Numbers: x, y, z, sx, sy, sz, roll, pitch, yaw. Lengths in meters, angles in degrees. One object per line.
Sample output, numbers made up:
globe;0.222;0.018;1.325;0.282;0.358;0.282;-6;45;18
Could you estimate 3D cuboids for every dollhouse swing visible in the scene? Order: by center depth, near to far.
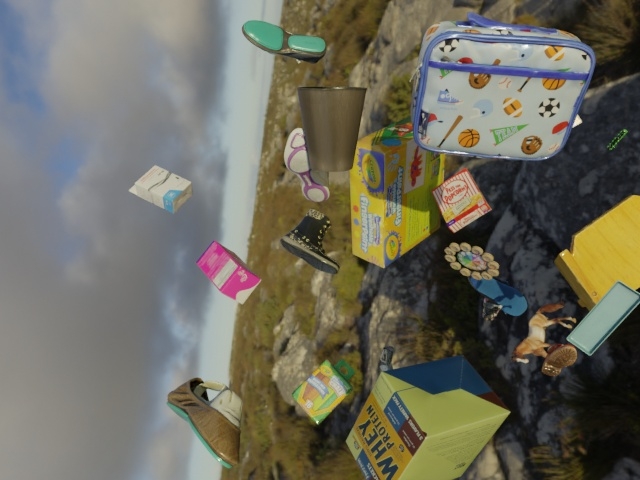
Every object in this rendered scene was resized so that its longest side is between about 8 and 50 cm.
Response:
dollhouse swing;0.961;0.043;1.621;0.315;0.347;0.305;53;-174;0

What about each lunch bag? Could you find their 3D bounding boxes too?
lunch bag;0.310;-0.274;0.883;0.115;0.304;0.243;-81;-4;-50

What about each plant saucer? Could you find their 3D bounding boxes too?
plant saucer;0.689;0.189;1.183;0.192;0.067;0.018;-59;-21;20

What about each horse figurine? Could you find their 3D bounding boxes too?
horse figurine;0.796;0.331;1.729;0.066;0.175;0.263;44;-118;-44

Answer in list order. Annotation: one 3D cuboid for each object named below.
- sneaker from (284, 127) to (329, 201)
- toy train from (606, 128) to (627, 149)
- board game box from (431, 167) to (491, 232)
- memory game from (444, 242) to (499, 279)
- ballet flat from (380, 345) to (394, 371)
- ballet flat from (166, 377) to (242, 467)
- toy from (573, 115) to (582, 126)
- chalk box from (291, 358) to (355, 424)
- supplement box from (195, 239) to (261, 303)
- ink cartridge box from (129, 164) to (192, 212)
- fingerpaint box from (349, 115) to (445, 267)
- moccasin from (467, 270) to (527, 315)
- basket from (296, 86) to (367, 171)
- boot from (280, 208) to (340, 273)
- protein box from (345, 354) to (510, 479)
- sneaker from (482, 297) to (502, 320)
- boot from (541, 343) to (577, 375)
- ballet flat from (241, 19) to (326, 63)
sneaker;-0.043;-0.268;1.624;0.305;0.114;0.152;70;-161;-52
toy train;0.957;-0.325;1.570;0.017;0.024;0.083;53;153;23
board game box;0.482;-0.140;1.682;0.147;0.045;0.193;-35;42;22
memory game;0.489;0.071;1.580;0.012;0.186;0.186;-56;-5;-26
ballet flat;0.199;0.373;1.472;0.041;0.041;0.114;110;169;-58
ballet flat;-0.250;0.391;1.119;0.124;0.116;0.342;-48;24;-22
toy;0.944;-0.549;1.983;0.237;0.137;0.056;61;-168;5
chalk box;0.023;0.494;1.635;0.213;0.132;0.132;-43;-15;-15
supplement box;-0.322;0.108;1.690;0.114;0.111;0.220;-51;45;-1
ink cartridge box;-0.516;-0.172;1.561;0.104;0.180;0.060;-57;-13;-37
fingerpaint box;0.283;-0.185;1.775;0.163;0.371;0.444;25;133;38
moccasin;0.828;0.226;2.275;0.137;0.342;0.117;-50;20;8
basket;0.031;-0.319;1.389;0.154;0.204;0.226;-142;49;-60
boot;-0.001;-0.001;1.708;0.178;0.236;0.085;-52;-21;-25
protein box;0.187;0.338;0.882;0.136;0.200;0.201;54;135;44
sneaker;0.676;0.283;1.929;0.178;0.072;0.077;31;-98;-59
boot;0.693;0.325;1.411;0.084;0.059;0.158;-58;-14;-32
ballet flat;-0.088;-0.465;1.161;0.074;0.203;0.074;-171;90;-79
